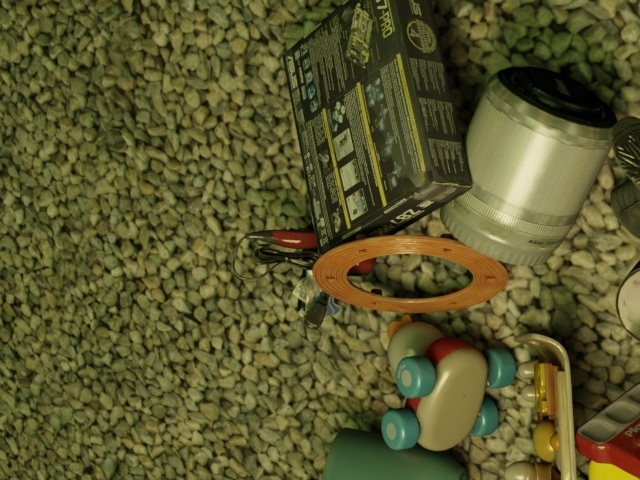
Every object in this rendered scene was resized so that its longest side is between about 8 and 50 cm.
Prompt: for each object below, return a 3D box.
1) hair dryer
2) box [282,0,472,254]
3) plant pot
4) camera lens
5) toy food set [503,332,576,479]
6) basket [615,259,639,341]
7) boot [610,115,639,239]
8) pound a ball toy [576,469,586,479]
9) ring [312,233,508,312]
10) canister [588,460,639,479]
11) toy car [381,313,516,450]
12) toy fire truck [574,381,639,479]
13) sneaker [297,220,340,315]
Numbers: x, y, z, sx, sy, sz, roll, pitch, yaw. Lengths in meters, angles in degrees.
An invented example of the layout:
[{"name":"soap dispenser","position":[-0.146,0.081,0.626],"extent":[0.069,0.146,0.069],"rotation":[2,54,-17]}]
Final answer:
[{"name":"hair dryer","position":[0.000,0.000,2.089],"extent":[0.224,0.080,0.293],"rotation":[40,82,-15]},{"name":"box","position":[0.082,-0.209,1.910],"extent":[0.318,0.097,0.394],"rotation":[-34,60,49]},{"name":"plant pot","position":[0.147,0.503,2.097],"extent":[0.235,0.293,0.292],"rotation":[3,106,18]},{"name":"camera lens","position":[0.331,-0.125,1.820],"extent":[0.219,0.219,0.274],"rotation":[32,119,21]},{"name":"toy food set","position":[0.355,0.308,1.887],"extent":[0.093,0.220,0.306],"rotation":[-2,83,1]},{"name":"basket","position":[0.547,0.071,1.737],"extent":[0.154,0.227,0.204],"rotation":[44,123,14]},{"name":"boot","position":[0.488,-0.091,1.748],"extent":[0.076,0.208,0.189],"rotation":[-27,87,3]},{"name":"pound a ball toy","position":[0.393,0.564,2.038],"extent":[0.208,0.136,0.319],"rotation":[32,118,21]},{"name":"ring","position":[0.154,0.055,1.960],"extent":[0.337,0.337,0.032],"rotation":[-14,61,35]},{"name":"canister","position":[0.526,0.360,1.871],"extent":[0.126,0.170,0.073],"rotation":[10,110,30]},{"name":"toy car","position":[0.188,0.240,2.068],"extent":[0.238,0.219,0.210],"rotation":[45,129,49]},{"name":"toy fire truck","position":[0.577,0.272,1.754],"extent":[0.254,0.302,0.169],"rotation":[25,141,54]},{"name":"sneaker","position":[0.007,0.045,2.178],"extent":[0.081,0.080,0.211],"rotation":[6,101,-9]}]
